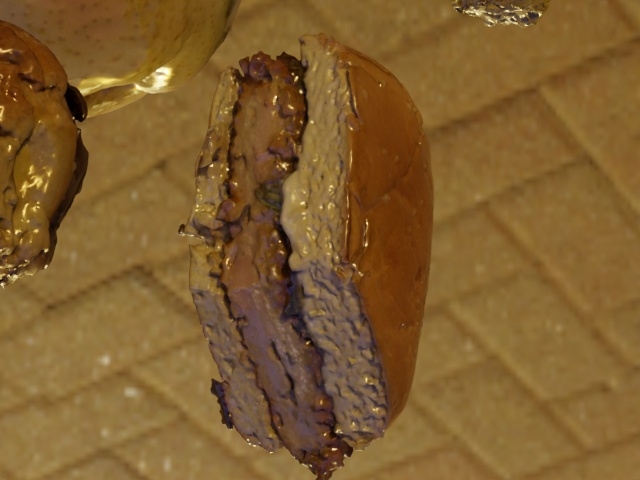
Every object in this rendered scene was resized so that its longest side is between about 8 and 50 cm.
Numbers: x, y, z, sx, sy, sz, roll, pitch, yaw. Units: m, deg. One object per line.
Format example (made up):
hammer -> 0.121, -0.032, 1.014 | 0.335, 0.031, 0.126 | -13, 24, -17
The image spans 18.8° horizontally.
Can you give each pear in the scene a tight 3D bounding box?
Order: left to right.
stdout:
pear -> -0.163, -0.212, 1.275 | 0.271, 0.271, 0.271 | 0, 140, 0

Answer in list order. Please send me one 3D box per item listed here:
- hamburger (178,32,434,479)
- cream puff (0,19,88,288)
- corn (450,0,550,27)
hamburger -> 0.000, 0.000, 1.431 | 0.155, 0.245, 0.282 | -2, 127, 35
cream puff -> -0.171, -0.042, 0.893 | 0.119, 0.133, 0.104 | -10, 149, 10
corn -> 0.209, -0.377, 1.904 | 0.131, 0.344, 0.131 | 11, 171, 2
